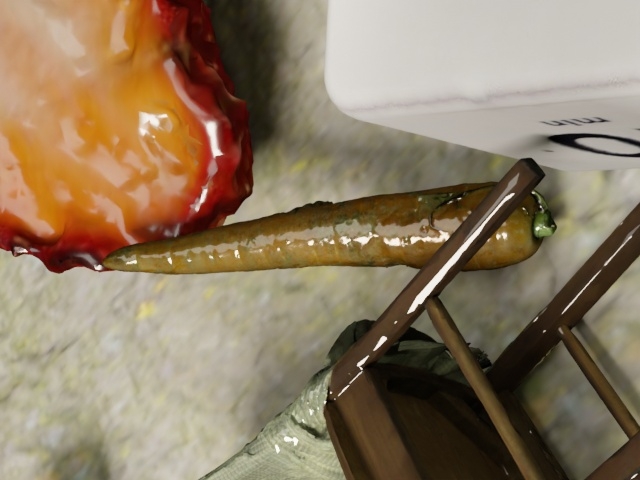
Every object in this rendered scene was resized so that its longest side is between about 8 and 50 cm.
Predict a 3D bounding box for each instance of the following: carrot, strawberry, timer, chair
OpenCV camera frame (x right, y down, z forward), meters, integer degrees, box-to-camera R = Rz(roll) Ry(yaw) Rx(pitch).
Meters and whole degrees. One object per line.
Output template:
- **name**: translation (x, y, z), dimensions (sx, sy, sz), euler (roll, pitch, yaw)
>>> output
- **carrot**: translation (0.000, 0.000, 0.891), dimensions (0.254, 0.049, 0.049), euler (-5, 80, 17)
- **strawberry**: translation (-0.155, -0.111, 1.040), dimensions (0.336, 0.149, 0.265), euler (44, 107, 25)
- **timer**: translation (0.136, -0.140, 0.745), dimensions (0.192, 0.195, 0.194), euler (-2, 82, 41)
- **chair**: translation (0.056, 0.127, 0.803), dimensions (0.319, 0.160, 0.186), euler (-46, 55, 24)
